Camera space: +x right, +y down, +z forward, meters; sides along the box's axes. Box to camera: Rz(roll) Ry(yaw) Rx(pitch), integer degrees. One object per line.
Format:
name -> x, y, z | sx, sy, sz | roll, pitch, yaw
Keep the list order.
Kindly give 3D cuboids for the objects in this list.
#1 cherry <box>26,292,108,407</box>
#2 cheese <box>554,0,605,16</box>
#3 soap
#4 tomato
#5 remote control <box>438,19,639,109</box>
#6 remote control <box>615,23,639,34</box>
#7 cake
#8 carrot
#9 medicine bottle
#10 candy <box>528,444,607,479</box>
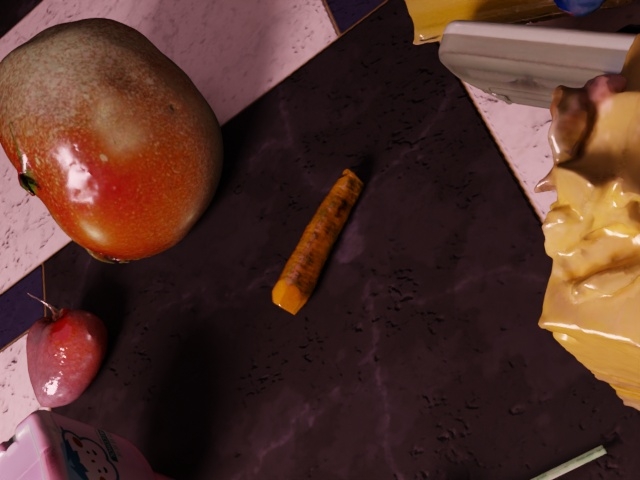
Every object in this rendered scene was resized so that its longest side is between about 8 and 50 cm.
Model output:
cherry -> -0.320, 0.140, 1.051 | 0.106, 0.087, 0.126 | 17, 94, 36
cheese -> 0.349, -0.213, 0.647 | 0.329, 0.129, 0.217 | -2, 19, 9
soap -> 0.207, -0.266, 0.842 | 0.233, 0.076, 0.135 | 0, 30, 37
tomato -> -0.259, -0.134, 1.056 | 0.239, 0.303, 0.303 | -35, 46, -4
remote control -> 0.260, -0.138, 0.729 | 0.335, 0.128, 0.065 | 20, 94, 44
remote control -> 0.316, -0.183, 0.778 | 0.039, 0.014, 0.096 | -29, 40, -20
cake -> 0.280, -0.004, 0.520 | 0.227, 0.286, 0.222 | 11, 72, 42
carrot -> 0.000, 0.000, 0.915 | 0.042, 0.042, 0.170 | 18, 74, 43
medicine bottle -> -0.225, 0.254, 0.834 | 0.094, 0.188, 0.119 | -45, 46, 8
candy -> 0.138, 0.211, 0.678 | 0.201, 0.060, 0.060 | -30, 50, 12
